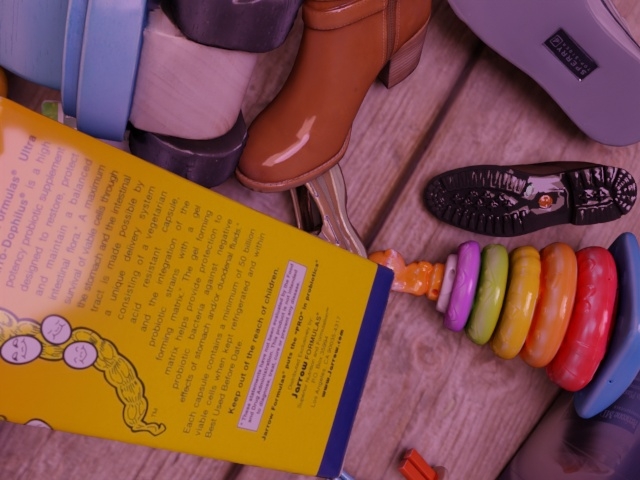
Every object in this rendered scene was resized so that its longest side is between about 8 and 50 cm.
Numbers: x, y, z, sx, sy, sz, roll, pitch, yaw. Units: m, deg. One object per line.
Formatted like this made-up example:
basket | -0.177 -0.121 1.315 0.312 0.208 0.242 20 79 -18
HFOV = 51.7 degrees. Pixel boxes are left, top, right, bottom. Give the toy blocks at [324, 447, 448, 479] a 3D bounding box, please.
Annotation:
toy blocks | 0.089 0.296 0.765 0.123 0.054 0.148 -45 97 -5

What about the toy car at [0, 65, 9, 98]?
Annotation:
toy car | -0.399 -0.172 0.645 0.181 0.159 0.136 -8 58 -8

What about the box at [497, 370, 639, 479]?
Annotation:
box | 0.385 0.242 0.689 0.182 0.296 0.294 38 85 -8

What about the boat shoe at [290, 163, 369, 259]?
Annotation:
boat shoe | 0.000 0.000 0.729 0.072 0.068 0.190 -13 84 -47

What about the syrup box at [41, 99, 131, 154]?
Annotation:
syrup box | -0.232 -0.018 0.686 0.093 0.096 0.237 1 90 -10

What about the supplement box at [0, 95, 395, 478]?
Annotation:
supplement box | -0.146 0.056 0.558 0.356 0.194 0.195 24 78 -33

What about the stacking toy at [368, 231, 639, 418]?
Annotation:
stacking toy | 0.191 0.062 0.743 0.301 0.166 0.175 13 133 8

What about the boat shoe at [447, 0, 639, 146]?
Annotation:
boat shoe | 0.253 -0.273 0.735 0.367 0.156 0.136 37 126 -20

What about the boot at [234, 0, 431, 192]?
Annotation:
boot | 0.009 -0.191 0.641 0.283 0.220 0.109 -39 65 -14

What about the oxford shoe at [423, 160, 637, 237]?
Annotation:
oxford shoe | 0.235 -0.053 0.774 0.227 0.096 0.083 1 105 9

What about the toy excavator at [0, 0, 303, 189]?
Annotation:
toy excavator | -0.257 -0.297 0.582 0.444 0.222 0.433 10 53 -19
